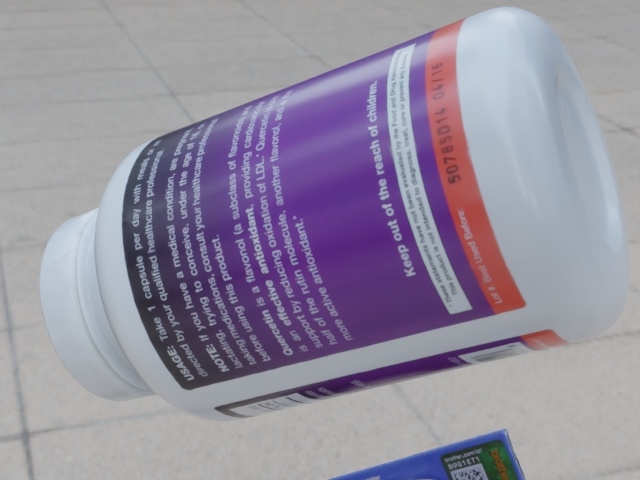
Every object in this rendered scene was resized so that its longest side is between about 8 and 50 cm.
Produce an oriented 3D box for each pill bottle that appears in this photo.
[{"bbox_3d":[0.000,0.000,0.611,0.323,0.181,0.181,-17,15,25],"label":"pill bottle"}]

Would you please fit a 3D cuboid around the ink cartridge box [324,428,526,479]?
[{"bbox_3d":[0.089,0.297,0.685,0.186,0.311,0.065,-21,-6,26],"label":"ink cartridge box"}]
